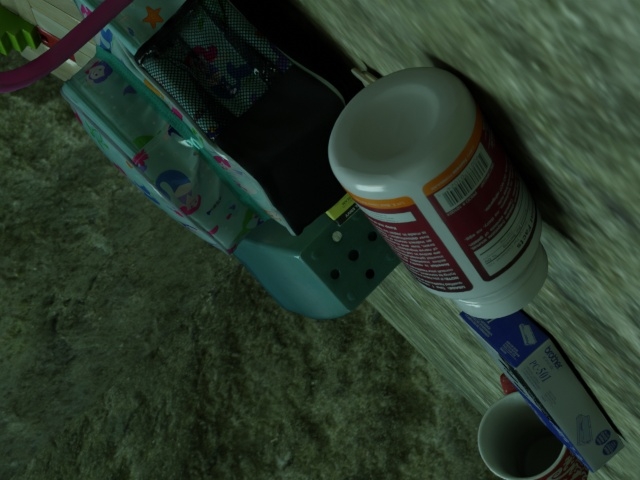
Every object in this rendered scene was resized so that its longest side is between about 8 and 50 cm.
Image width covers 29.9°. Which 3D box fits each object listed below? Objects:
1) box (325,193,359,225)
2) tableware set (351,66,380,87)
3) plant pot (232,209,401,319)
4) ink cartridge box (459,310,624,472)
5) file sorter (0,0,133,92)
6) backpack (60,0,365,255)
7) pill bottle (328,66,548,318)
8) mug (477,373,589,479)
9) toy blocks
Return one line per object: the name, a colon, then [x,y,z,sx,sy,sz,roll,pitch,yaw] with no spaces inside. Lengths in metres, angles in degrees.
box: [-0.034,-0.117,1.335,0.232,0.058,0.087,49,177,-40]
tableware set: [0.081,-0.051,0.862,0.141,0.020,0.168,46,177,24]
plant pot: [0.000,0.000,1.550,0.165,0.166,0.234,49,169,-21]
ink cartridge box: [0.218,0.137,1.167,0.207,0.046,0.097,49,178,-41]
file sorter: [-0.153,-0.217,0.385,0.290,0.182,0.202,47,177,8]
backpack: [-0.096,-0.125,0.977,0.253,0.191,0.225,52,180,19]
pill bottle: [0.074,-0.021,0.684,0.086,0.086,0.152,45,176,46]
mug: [0.283,0.252,1.526,0.113,0.150,0.169,4,159,28]
toy blocks: [-0.226,-0.240,1.357,0.261,0.190,0.381,30,165,4]
